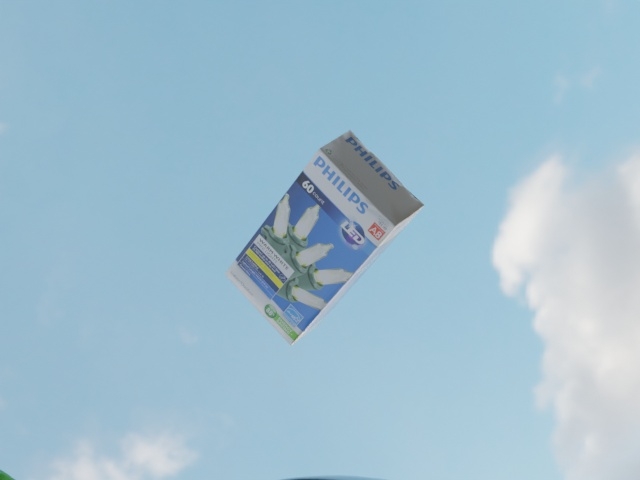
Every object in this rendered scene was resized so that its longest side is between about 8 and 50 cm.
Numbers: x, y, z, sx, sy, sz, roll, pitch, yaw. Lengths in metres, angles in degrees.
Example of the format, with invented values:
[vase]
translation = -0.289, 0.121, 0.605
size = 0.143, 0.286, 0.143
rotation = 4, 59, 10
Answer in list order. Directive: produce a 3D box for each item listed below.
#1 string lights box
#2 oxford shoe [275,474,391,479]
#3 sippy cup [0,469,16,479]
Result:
[string lights box]
translation = 0.000, 0.000, 1.513
size = 0.133, 0.259, 0.077
rotation = 46, -139, 8
[oxford shoe]
translation = -0.009, 0.177, 0.721
size = 0.076, 0.212, 0.076
rotation = 5, -107, -25
[sippy cup]
translation = -0.373, 0.355, 1.126
size = 0.224, 0.306, 0.240
rotation = -35, -47, -46
